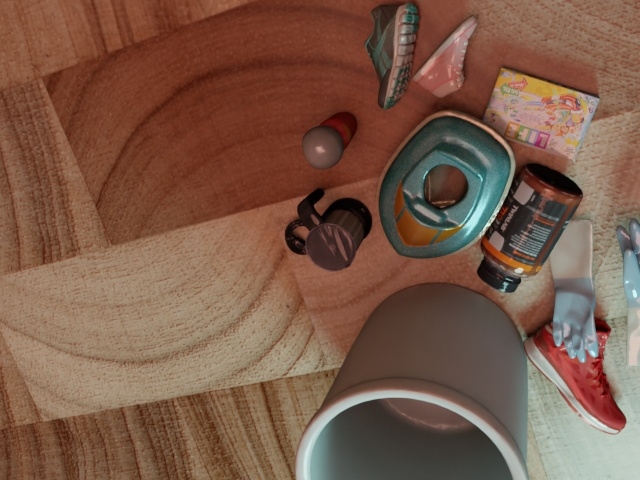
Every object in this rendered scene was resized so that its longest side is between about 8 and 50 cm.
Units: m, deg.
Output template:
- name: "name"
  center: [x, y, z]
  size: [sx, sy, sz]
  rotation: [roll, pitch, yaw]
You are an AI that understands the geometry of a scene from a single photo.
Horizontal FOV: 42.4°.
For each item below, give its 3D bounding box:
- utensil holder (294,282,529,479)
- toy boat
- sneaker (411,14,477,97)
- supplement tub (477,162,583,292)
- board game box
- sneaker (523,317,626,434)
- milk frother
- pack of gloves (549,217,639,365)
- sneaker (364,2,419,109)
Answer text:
- name: "utensil holder"
  center: [0.166, 0.280, 1.301]
  size: [0.328, 0.385, 0.327]
  rotation: [5, 111, 13]
- name: "toy boat"
  center: [0.126, -0.099, 1.290]
  size: [0.318, 0.148, 0.267]
  rotation: [28, 122, 6]
- name: "sneaker"
  center: [0.207, -0.275, 1.261]
  size: [0.070, 0.051, 0.134]
  rotation: [40, 119, -4]
- name: "supplement tub"
  center: [0.321, -0.015, 1.298]
  size: [0.106, 0.106, 0.198]
  rotation: [26, 114, 4]
- name: "board game box"
  center: [0.335, -0.196, 1.268]
  size: [0.154, 0.026, 0.103]
  rotation: [19, 115, 8]
- name: "sneaker"
  center: [0.454, 0.215, 1.362]
  size: [0.221, 0.087, 0.128]
  rotation: [43, 116, -5]
- name: "milk frother"
  center: [0.000, 0.000, 1.377]
  size: [0.129, 0.135, 0.143]
  rotation: [32, 115, 3]
- name: "pack of gloves"
  center: [0.438, 0.081, 1.267]
  size: [0.195, 0.046, 0.232]
  rotation: [-4, 93, 38]
- name: "sneaker"
  center: [0.103, -0.290, 1.287]
  size: [0.076, 0.065, 0.166]
  rotation: [19, 112, 26]
